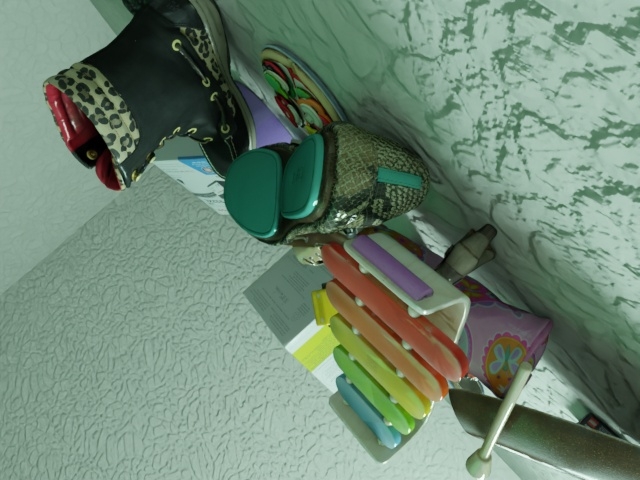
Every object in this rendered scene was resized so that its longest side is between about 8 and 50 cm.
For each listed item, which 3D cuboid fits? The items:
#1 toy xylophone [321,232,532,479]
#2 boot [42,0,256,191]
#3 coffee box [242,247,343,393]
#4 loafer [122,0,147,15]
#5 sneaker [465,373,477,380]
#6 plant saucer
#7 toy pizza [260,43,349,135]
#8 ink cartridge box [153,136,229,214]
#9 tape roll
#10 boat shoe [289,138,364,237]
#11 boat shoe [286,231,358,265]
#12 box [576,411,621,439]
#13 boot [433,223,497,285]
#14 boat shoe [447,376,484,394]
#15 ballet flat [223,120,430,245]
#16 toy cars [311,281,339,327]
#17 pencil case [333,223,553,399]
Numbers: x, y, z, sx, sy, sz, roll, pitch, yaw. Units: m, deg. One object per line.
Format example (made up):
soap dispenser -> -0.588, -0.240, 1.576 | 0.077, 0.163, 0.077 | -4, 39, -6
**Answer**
toy xylophone -> 0.098, 0.141, 0.557 | 0.236, 0.081, 0.323 | 35, 140, 42
boot -> -0.249, -0.185, 0.809 | 0.138, 0.284, 0.377 | 23, 146, 20
coffee box -> 0.017, 0.229, 1.646 | 0.334, 0.338, 0.337 | 52, 173, -39
loafer -> -0.293, -0.425, 0.997 | 0.223, 0.076, 0.078 | 44, -147, -33
sneaker -> 0.330, 0.270, 1.024 | 0.158, 0.065, 0.061 | 47, 174, 7
plant saucer -> 0.301, 0.256, 0.597 | 0.310, 0.050, 0.310 | 21, 165, 6
toy pizza -> -0.024, -0.191, 0.720 | 0.201, 0.032, 0.201 | 47, 174, 7
ink cartridge box -> -0.271, -0.192, 1.380 | 0.223, 0.129, 0.307 | 2, 157, 30
tape roll -> -0.142, -0.218, 1.107 | 0.275, 0.090, 0.275 | 48, 174, 7
boat shoe -> 0.004, -0.100, 0.898 | 0.233, 0.079, 0.084 | 47, 176, 24
boat shoe -> 0.000, 0.000, 1.086 | 0.123, 0.116, 0.324 | 14, -175, -40
box -> 0.465, 0.351, 0.728 | 0.207, 0.036, 0.114 | 44, 173, 32
boot -> 0.159, 0.027, 0.567 | 0.042, 0.087, 0.118 | 44, 173, 22
boat shoe -> 0.356, 0.346, 1.313 | 0.183, 0.066, 0.066 | 45, 172, 27
ballet flat -> -0.008, -0.067, 0.731 | 0.182, 0.164, 0.483 | 6, 180, -23
toy cars -> 0.154, 0.196, 1.155 | 0.393, 0.176, 0.087 | 38, 153, -24
pencil case -> 0.154, 0.087, 0.656 | 0.284, 0.124, 0.124 | 32, 168, 25
